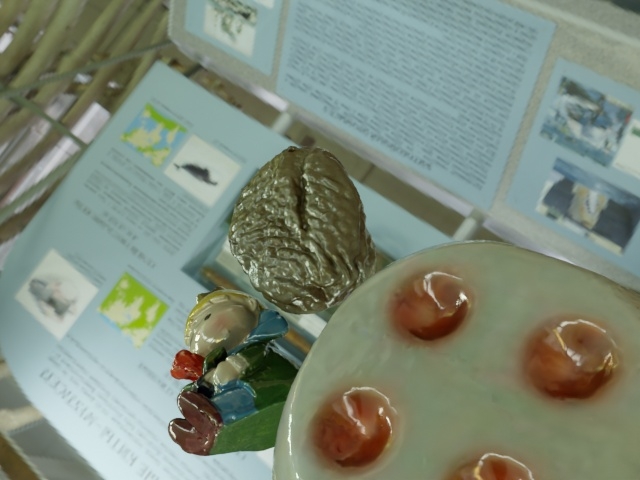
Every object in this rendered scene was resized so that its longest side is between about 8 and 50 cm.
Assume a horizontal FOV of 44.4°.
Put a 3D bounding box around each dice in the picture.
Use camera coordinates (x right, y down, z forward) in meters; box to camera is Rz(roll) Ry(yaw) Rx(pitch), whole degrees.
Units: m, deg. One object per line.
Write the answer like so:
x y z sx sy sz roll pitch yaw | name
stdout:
0.128 0.163 0.599 0.259 0.251 0.243 21 159 37 | dice

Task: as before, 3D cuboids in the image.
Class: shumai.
0.000 0.000 0.946 0.176 0.166 0.205 27 -138 -56 | shumai

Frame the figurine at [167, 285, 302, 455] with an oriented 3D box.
-0.118 0.139 0.910 0.234 0.185 0.127 50 140 36 | figurine
